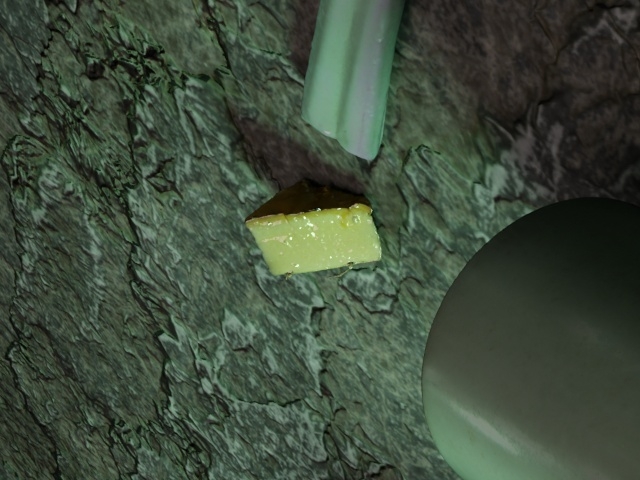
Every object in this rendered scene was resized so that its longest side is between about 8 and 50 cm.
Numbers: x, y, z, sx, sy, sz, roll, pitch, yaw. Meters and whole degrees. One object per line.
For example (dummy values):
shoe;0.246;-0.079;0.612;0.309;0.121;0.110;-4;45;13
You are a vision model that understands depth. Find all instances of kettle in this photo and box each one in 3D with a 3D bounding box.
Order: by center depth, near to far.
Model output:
kettle;0.307;0.157;1.073;0.361;0.250;0.376;20;-172;-30

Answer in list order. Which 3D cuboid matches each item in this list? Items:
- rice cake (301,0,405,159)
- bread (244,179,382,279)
rice cake;0.030;-0.161;1.340;0.080;0.042;0.222;39;147;21
bread;0.000;0.000;1.511;0.109;0.080;0.084;18;138;46
